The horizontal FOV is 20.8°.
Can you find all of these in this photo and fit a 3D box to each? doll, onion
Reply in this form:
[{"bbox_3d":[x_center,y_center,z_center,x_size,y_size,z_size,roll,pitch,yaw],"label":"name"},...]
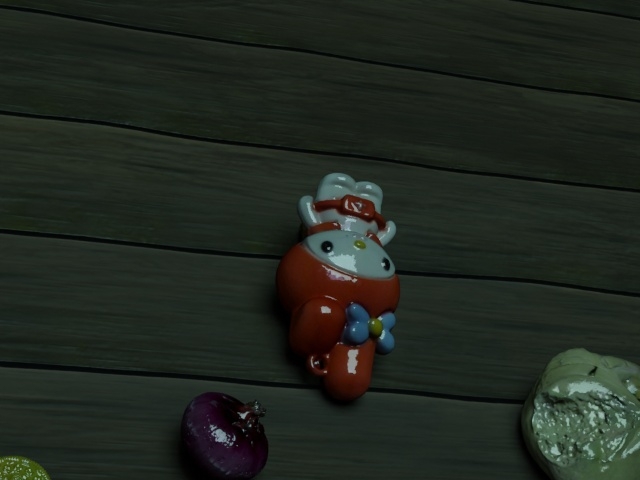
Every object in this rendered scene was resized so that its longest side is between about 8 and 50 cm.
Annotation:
[{"bbox_3d":[0.023,0.057,2.175,0.161,0.130,0.290,18,60,-19],"label":"doll"},{"bbox_3d":[-0.104,0.221,1.985,0.115,0.104,0.115,46,13,-14],"label":"onion"}]

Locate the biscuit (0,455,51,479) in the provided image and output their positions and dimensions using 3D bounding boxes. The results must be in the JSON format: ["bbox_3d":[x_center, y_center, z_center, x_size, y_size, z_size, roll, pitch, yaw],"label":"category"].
[{"bbox_3d":[-0.329,0.271,1.882,0.084,0.023,0.084,15,44,-15],"label":"biscuit"}]

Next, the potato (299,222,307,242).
[{"bbox_3d":[0.000,0.000,2.280,0.051,0.040,0.083,-3,51,-22],"label":"potato"}]

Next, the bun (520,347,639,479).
[{"bbox_3d":[0.363,0.228,2.200,0.210,0.116,0.237,38,43,9],"label":"bun"}]
